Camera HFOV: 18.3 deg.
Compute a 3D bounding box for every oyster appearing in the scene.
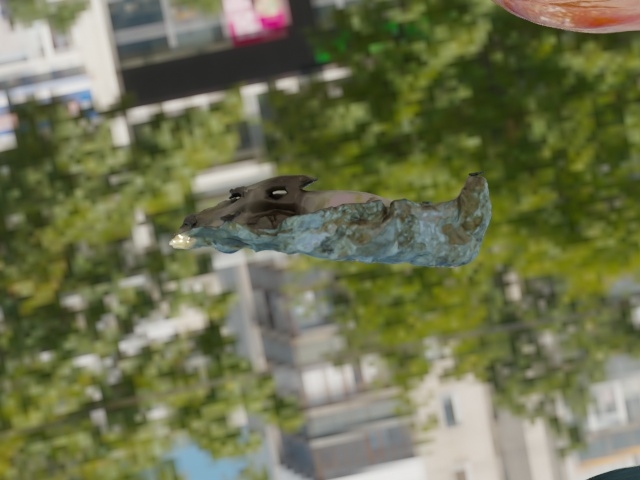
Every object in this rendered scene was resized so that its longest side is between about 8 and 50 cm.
[{"bbox_3d":[-0.002,-0.003,1.242,0.200,0.061,0.106,2,-162,20],"label":"oyster"}]

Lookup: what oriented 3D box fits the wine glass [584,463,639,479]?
[{"bbox_3d":[0.197,0.224,1.038,0.191,0.190,0.357,-8,165,16],"label":"wine glass"}]

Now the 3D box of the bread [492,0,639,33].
[{"bbox_3d":[0.149,-0.252,0.880,0.295,0.327,0.114,38,-172,19],"label":"bread"}]
